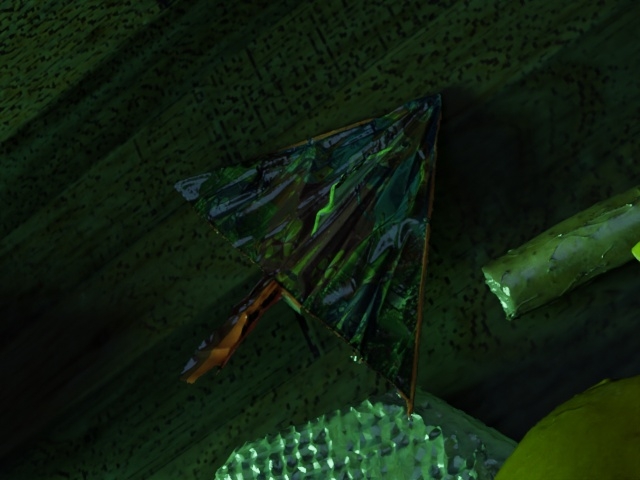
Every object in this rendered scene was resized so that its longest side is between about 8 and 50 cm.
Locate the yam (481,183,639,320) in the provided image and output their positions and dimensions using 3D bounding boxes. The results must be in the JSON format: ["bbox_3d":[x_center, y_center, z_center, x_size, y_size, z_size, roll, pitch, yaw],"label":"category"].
[{"bbox_3d":[0.136,-0.008,0.594,0.145,0.032,0.032,-27,59,21],"label":"yam"}]

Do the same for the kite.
[{"bbox_3d":[0.000,0.000,0.669,0.189,0.009,0.232,-48,41,-6],"label":"kite"}]

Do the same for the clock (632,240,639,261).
[{"bbox_3d":[0.299,-0.073,0.377,0.377,0.250,0.368,-54,51,11],"label":"clock"}]

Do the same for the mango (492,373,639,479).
[{"bbox_3d":[0.107,0.162,0.468,0.156,0.151,0.249,23,80,3],"label":"mango"}]

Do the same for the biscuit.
[{"bbox_3d":[-0.011,0.174,0.607,0.147,0.046,0.250,30,89,38],"label":"biscuit"}]
